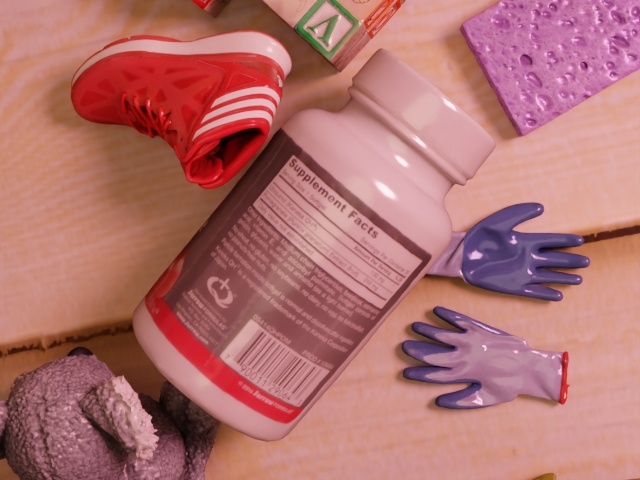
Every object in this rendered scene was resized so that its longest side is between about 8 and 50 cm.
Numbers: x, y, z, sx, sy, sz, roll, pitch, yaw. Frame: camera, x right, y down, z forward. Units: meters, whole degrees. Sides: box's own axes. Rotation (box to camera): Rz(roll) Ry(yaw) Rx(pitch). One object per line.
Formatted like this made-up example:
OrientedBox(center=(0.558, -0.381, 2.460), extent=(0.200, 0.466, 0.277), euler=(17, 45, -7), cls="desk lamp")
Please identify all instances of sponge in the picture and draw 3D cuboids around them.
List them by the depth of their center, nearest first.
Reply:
OrientedBox(center=(0.243, -0.195, 0.925), extent=(0.210, 0.031, 0.117), euler=(-30, 89, 6), cls="sponge")

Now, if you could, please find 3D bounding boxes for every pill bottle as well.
OrientedBox(center=(0.000, 0.000, 0.889), extent=(0.176, 0.176, 0.318), euler=(40, 96, 4), cls="pill bottle")

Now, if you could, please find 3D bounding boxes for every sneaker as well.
OrientedBox(center=(-0.138, -0.109, 0.906), extent=(0.221, 0.087, 0.128), euler=(-9, 53, 27), cls="sneaker")

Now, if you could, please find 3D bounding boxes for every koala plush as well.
OrientedBox(center=(-0.195, 0.173, 0.868), extent=(0.196, 0.221, 0.203), euler=(-1, 61, 6), cls="koala plush")

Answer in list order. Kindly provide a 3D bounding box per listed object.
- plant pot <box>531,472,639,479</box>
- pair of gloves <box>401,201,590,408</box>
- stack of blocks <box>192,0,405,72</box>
OrientedBox(center=(0.249, 0.318, 0.854), extent=(0.207, 0.227, 0.228), euler=(5, 94, 14), cls="plant pot")
OrientedBox(center=(0.159, 0.061, 0.951), extent=(0.159, 0.023, 0.198), euler=(7, 94, 5), cls="pair of gloves")
OrientedBox(center=(-0.066, -0.285, 0.931), extent=(0.297, 0.087, 0.171), euler=(43, 97, 4), cls="stack of blocks")
